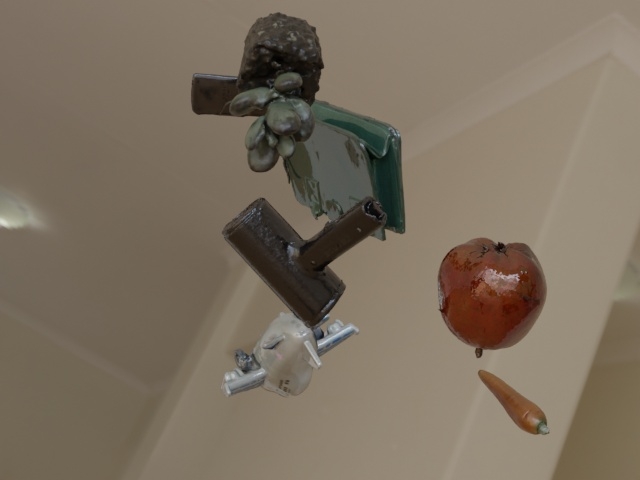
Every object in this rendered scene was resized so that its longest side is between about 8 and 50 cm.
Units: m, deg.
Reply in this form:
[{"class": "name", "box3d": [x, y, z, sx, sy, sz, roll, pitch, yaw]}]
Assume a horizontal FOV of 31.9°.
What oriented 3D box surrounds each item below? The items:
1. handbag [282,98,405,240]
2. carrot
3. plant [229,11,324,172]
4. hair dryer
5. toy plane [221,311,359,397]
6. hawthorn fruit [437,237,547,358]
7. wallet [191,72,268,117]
[{"class": "handbag", "box3d": [0.039, -0.142, 2.249, 0.326, 0.089, 0.238, 25, -50, 52]}, {"class": "carrot", "box3d": [0.233, 0.196, 1.355, 0.035, 0.035, 0.142, 43, 1, -33]}, {"class": "plant", "box3d": [-0.073, -0.251, 1.878, 0.149, 0.274, 0.146, 8, -35, -6]}, {"class": "hair dryer", "box3d": [0.000, 0.000, 1.592, 0.197, 0.089, 0.251, 47, -47, -12]}, {"class": "toy plane", "box3d": [-0.055, 0.202, 1.953, 0.122, 0.267, 0.267, 61, -19, 14]}, {"class": "hawthorn fruit", "box3d": [0.276, 0.099, 1.841, 0.185, 0.202, 0.185, 10, 19, -3]}, {"class": "wallet", "box3d": [-0.161, -0.267, 2.071, 0.157, 0.018, 0.082, 4, -64, -9]}]
